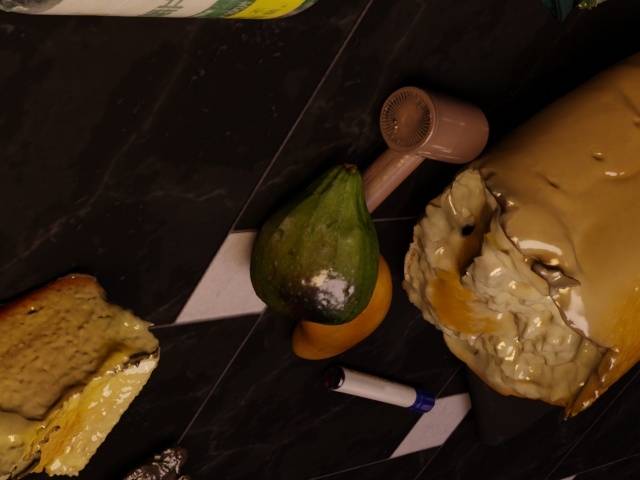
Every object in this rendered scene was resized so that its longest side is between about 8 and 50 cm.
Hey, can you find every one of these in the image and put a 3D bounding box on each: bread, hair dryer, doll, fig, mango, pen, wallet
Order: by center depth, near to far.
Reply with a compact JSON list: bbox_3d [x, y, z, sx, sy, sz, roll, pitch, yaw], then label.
[{"bbox_3d":[-0.238,0.116,1.180,0.169,0.140,0.160,-53,161,17],"label":"bread"},{"bbox_3d":[0.000,0.000,1.347,0.123,0.123,0.156,4,102,-53],"label":"fig"},{"bbox_3d":[0.069,-0.070,1.378,0.181,0.064,0.117,-43,155,24],"label":"hair dryer"},{"bbox_3d":[0.021,0.071,1.492,0.102,0.085,0.184,-23,154,-26],"label":"mango"},{"bbox_3d":[0.314,-0.008,1.511,0.394,0.250,0.361,-31,162,-17],"label":"bread"},{"bbox_3d":[-0.192,0.287,1.588,0.165,0.057,0.139,-52,148,13],"label":"doll"},{"bbox_3d":[0.075,0.184,1.783,0.033,0.033,0.269,-46,151,12],"label":"pen"},{"bbox_3d":[0.287,0.136,1.942,0.228,0.062,0.406,-35,151,-8],"label":"wallet"}]

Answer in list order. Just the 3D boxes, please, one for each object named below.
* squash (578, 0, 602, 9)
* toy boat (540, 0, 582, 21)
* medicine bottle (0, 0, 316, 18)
[{"bbox_3d":[0.245,-0.274,1.286,0.052,0.052,0.183,-34,152,-9],"label":"squash"},{"bbox_3d":[0.182,-0.256,1.194,0.103,0.093,0.246,-20,154,7],"label":"toy boat"},{"bbox_3d":[-0.122,-0.202,0.846,0.293,0.141,0.141,-7,139,-46],"label":"medicine bottle"}]
